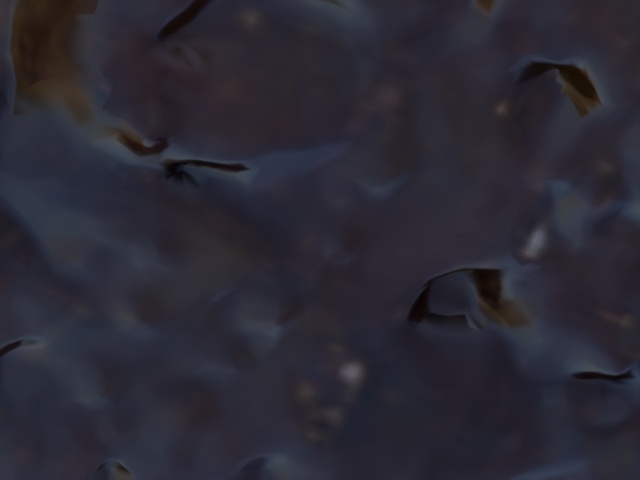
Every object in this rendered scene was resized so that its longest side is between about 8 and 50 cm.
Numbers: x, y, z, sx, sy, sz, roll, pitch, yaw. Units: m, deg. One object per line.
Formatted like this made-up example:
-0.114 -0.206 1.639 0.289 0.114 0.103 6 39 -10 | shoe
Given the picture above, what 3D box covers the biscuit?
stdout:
0.000 0.000 0.608 0.343 0.166 0.395 24 116 -27 | biscuit
